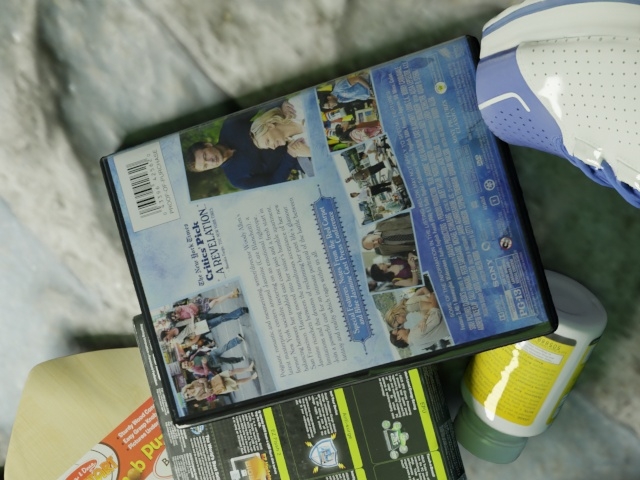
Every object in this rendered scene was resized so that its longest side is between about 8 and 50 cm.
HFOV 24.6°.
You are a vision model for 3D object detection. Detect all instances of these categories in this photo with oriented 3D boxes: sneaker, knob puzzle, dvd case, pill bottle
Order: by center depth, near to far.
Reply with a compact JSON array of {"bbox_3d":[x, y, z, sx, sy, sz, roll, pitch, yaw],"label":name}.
[{"bbox_3d":[0.202,-0.022,0.711,0.315,0.127,0.182,8,85,45],"label":"sneaker"},{"bbox_3d":[0.000,0.000,0.890,0.253,0.022,0.180,-16,89,19],"label":"dvd case"},{"bbox_3d":[0.126,0.080,0.913,0.065,0.065,0.116,23,117,0],"label":"pill bottle"},{"bbox_3d":[-0.127,0.157,1.000,0.213,0.030,0.213,0,89,3],"label":"knob puzzle"}]

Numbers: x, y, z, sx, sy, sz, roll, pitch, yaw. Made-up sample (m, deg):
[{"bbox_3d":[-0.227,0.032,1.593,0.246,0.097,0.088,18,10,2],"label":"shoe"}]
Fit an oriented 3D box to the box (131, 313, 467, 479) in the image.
[{"bbox_3d":[-0.011,0.115,0.936,0.184,0.045,0.191,-16,88,16],"label":"box"}]
